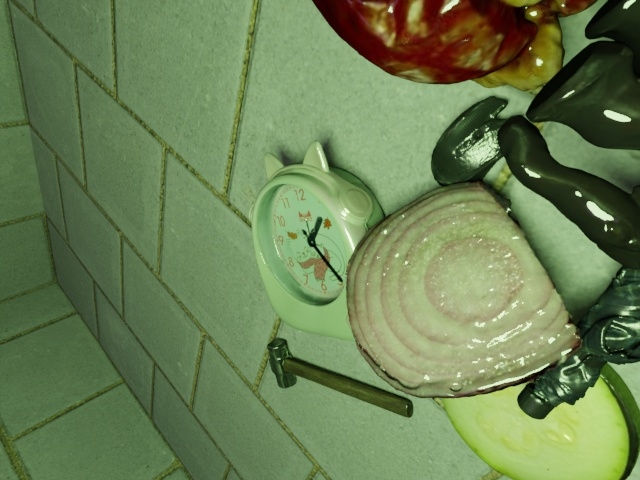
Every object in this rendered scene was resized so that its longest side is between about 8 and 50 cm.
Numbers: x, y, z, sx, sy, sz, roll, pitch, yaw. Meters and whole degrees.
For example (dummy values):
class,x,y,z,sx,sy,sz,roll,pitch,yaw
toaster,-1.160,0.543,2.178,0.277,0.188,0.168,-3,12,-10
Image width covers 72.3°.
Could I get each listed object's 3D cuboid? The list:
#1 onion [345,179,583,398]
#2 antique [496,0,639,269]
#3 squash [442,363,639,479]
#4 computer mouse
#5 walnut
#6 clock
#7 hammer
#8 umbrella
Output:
class,x,y,z,sx,sy,sz,roll,pitch,yaw
onion,0.161,0.073,0.559,0.248,0.111,0.249,-31,60,25
antique,0.312,-0.097,0.279,0.255,0.185,0.322,42,124,-4
squash,0.287,0.223,0.599,0.252,0.049,0.251,20,120,38
computer mouse,0.181,-0.113,0.535,0.079,0.047,0.135,54,136,10
walnut,0.119,-0.259,0.422,0.221,0.244,0.269,-48,49,15
clock,0.000,0.000,0.733,0.265,0.109,0.323,1,109,47
hammer,0.026,0.294,0.905,0.366,0.044,0.111,5,112,43
umbrella,0.292,0.117,0.466,0.071,0.080,0.224,54,128,41
